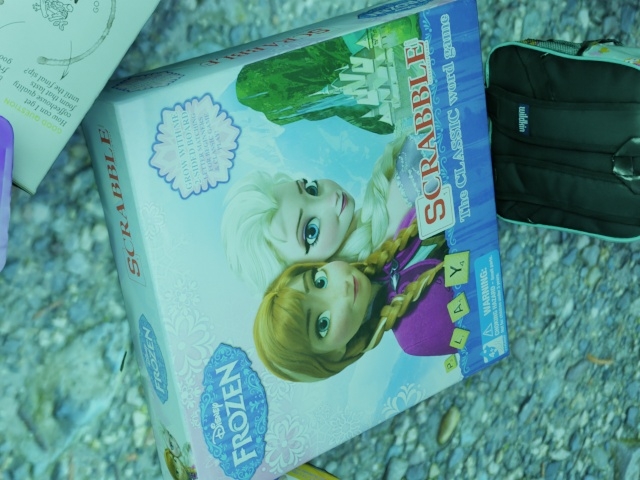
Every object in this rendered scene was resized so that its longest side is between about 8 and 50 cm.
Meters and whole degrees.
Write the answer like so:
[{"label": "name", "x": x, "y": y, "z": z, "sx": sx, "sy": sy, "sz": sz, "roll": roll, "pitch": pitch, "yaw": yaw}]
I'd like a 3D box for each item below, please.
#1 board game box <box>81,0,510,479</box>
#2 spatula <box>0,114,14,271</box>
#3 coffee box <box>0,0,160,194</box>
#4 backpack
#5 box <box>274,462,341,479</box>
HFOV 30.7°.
[{"label": "board game box", "x": 0.000, "y": 0.000, "z": 0.890, "sx": 0.318, "sy": 0.066, "sz": 0.318, "roll": -23, "pitch": 115, "yaw": -30}, {"label": "spatula", "x": -0.181, "y": -0.118, "z": 0.532, "sx": 0.084, "sy": 0.030, "sz": 0.296, "roll": -4, "pitch": 104, "yaw": -31}, {"label": "coffee box", "x": -0.156, "y": -0.190, "z": 0.655, "sx": 0.119, "sy": 0.168, "sz": 0.297, "roll": 37, "pitch": 79, "yaw": -37}, {"label": "backpack", "x": 0.241, "y": -0.085, "z": 0.970, "sx": 0.144, "sy": 0.188, "sz": 0.166, "roll": -9, "pitch": 107, "yaw": -35}, {"label": "box", "x": -0.046, "y": 0.240, "z": 0.947, "sx": 0.081, "sy": 0.028, "sz": 0.136, "roll": 31, "pitch": 81, "yaw": -39}]
